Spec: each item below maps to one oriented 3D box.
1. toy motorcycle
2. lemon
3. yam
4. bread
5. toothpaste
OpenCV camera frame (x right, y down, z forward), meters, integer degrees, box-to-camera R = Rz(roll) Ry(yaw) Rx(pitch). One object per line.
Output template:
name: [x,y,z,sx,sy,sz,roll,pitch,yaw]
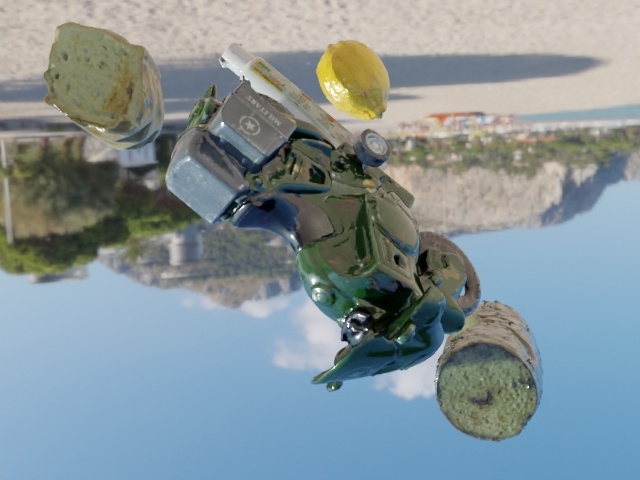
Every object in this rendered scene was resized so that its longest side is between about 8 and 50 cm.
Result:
toy motorcycle: [0.000,0.000,0.569,0.125,0.275,0.187,-45,-171,46]
lemon: [0.059,-0.272,1.302,0.114,0.155,0.114,-37,175,-4]
yam: [0.226,0.175,1.022,0.154,0.154,0.254,-1,-175,12]
bread: [-0.406,-0.289,1.455,0.196,0.238,0.252,-4,173,-1]
toothpaste: [-0.026,-0.205,1.219,0.314,0.058,0.056,40,175,2]
